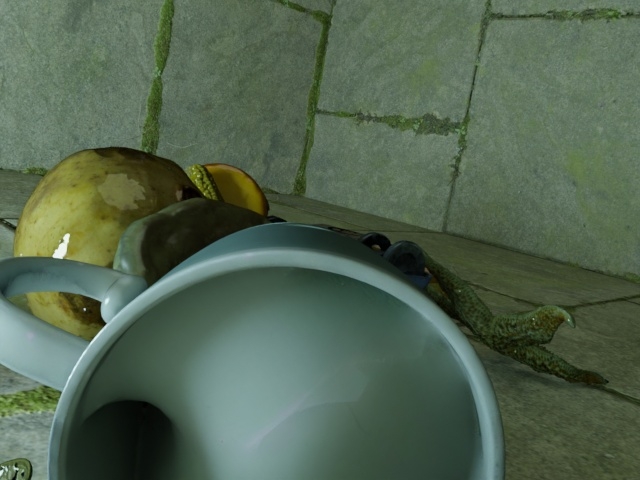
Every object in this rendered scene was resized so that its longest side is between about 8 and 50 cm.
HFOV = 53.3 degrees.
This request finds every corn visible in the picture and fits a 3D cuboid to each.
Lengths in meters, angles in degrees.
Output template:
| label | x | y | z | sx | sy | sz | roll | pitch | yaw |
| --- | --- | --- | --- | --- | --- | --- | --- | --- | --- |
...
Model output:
| label | x | y | z | sx | sy | sz | roll | pitch | yaw |
| --- | --- | --- | --- | --- | --- | --- | --- | --- | --- |
| corn | -0.235 | -0.036 | 1.354 | 0.097 | 0.261 | 0.097 | -20 | -8 | -3 |

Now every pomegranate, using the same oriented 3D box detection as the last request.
| label | x | y | z | sx | sy | sz | roll | pitch | yaw |
| --- | --- | --- | --- | --- | --- | --- | --- | --- | --- |
| pomegranate | -0.260 | 0.013 | 0.836 | 0.281 | 0.281 | 0.281 | 10 | 9 | -1 |

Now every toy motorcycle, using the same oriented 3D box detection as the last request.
| label | x | y | z | sx | sy | sz | roll | pitch | yaw |
| --- | --- | --- | --- | --- | --- | --- | --- | --- | --- |
| toy motorcycle | 0.021 | 0.086 | 0.948 | 0.358 | 0.212 | 0.125 | 9 | 6 | -33 |

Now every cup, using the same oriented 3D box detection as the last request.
| label | x | y | z | sx | sy | sz | roll | pitch | yaw |
| --- | --- | --- | --- | --- | --- | --- | --- | --- | --- |
| cup | -0.072 | 0.096 | 0.483 | 0.357 | 0.259 | 0.274 | 25 | 5 | -3 |

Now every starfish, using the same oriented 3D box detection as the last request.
| label | x | y | z | sx | sy | sz | roll | pitch | yaw |
| --- | --- | --- | --- | --- | --- | --- | --- | --- | --- |
| starfish | 0.292 | 0.142 | 1.074 | 0.358 | 0.078 | 0.347 | 21 | -14 | 47 |

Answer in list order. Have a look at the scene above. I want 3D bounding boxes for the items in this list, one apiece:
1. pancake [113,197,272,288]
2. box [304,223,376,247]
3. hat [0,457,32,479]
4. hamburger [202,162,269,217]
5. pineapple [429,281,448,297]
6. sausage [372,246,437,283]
| label | x | y | z | sx | sy | sz | roll | pitch | yaw |
| --- | --- | --- | --- | --- | --- | --- | --- | --- | --- |
| pancake | -0.101 | 0.076 | 0.722 | 0.049 | 0.294 | 0.294 | -33 | -21 | 37 |
| box | 0.000 | 0.000 | 1.935 | 0.214 | 0.069 | 0.353 | 15 | 8 | 31 |
| hat | -0.213 | 0.205 | 0.371 | 0.146 | 0.067 | 0.146 | -30 | 14 | 8 |
| hamburger | -0.241 | -0.053 | 1.492 | 0.246 | 0.246 | 0.170 | 9 | -11 | -2 |
| pineapple | 0.187 | 0.131 | 1.252 | 0.233 | 0.079 | 0.135 | -1 | 4 | -28 |
| sausage | 0.159 | 0.078 | 1.449 | 0.274 | 0.105 | 0.105 | 16 | 11 | 33 |
